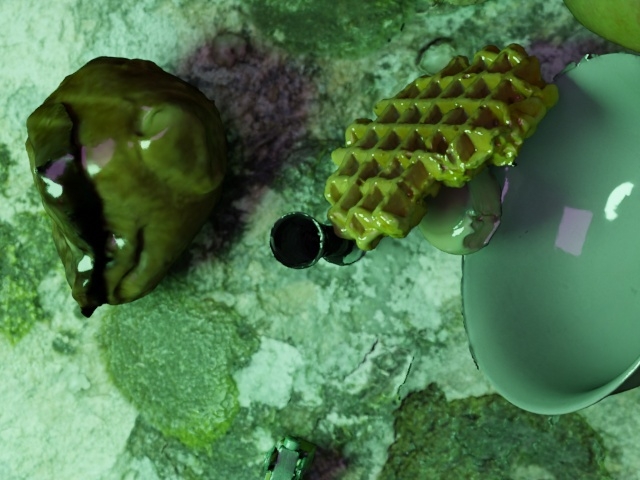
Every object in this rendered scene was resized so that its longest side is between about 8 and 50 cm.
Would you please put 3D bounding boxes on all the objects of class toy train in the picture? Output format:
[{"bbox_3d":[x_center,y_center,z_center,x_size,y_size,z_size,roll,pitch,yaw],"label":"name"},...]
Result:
[{"bbox_3d":[-0.044,0.268,1.364,0.050,0.081,0.122,20,96,10],"label":"toy train"}]

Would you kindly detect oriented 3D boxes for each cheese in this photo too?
[{"bbox_3d":[0.131,-0.056,1.294,0.092,0.048,0.171,-43,40,27],"label":"cheese"}]

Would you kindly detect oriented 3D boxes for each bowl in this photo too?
[{"bbox_3d":[0.293,0.008,1.188,0.157,0.345,0.345,15,95,-25],"label":"bowl"}]

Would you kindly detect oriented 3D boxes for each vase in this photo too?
[{"bbox_3d":[0.000,0.000,1.312,0.059,0.167,0.059,0,90,17],"label":"vase"}]

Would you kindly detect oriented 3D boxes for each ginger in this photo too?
[{"bbox_3d":[-0.204,-0.070,1.372,0.223,0.269,0.200,-23,39,-13],"label":"ginger"}]

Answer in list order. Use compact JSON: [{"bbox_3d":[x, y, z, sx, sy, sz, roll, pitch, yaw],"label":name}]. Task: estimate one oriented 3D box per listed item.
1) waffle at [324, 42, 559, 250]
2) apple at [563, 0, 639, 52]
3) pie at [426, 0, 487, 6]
[{"bbox_3d":[0.117,-0.100,1.253,0.253,0.249,0.056,-20,124,29],"label":"waffle"},{"bbox_3d":[0.349,-0.297,1.129,0.319,0.319,0.277,29,107,18],"label":"apple"},{"bbox_3d":[0.138,-0.410,1.322,0.340,0.083,0.339,-2,86,20],"label":"pie"}]
